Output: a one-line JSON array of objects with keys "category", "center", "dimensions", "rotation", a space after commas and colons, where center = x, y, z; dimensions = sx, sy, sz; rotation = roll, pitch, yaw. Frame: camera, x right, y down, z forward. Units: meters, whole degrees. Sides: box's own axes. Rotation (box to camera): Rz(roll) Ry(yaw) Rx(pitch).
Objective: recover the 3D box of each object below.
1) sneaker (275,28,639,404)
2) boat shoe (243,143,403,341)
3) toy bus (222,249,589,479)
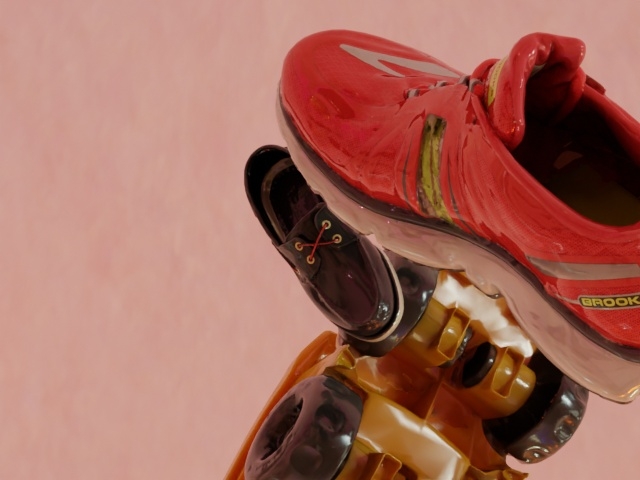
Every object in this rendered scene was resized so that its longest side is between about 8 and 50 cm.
[{"category": "sneaker", "center": [0.084, -0.046, 0.729], "dimensions": [0.107, 0.279, 0.118], "rotation": [-31, 135, -28]}, {"category": "boat shoe", "center": [-0.001, 0.001, 0.893], "dimensions": [0.049, 0.133, 0.042], "rotation": [-41, 145, 12]}, {"category": "toy bus", "center": [0.031, 0.115, 0.983], "dimensions": [0.149, 0.211, 0.220], "rotation": [35, 71, -15]}]
